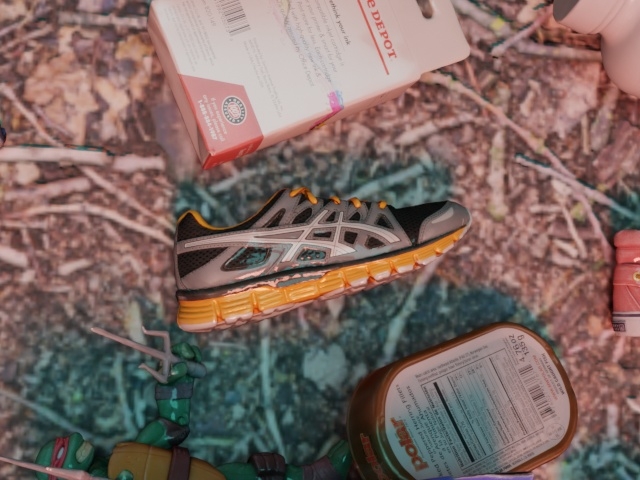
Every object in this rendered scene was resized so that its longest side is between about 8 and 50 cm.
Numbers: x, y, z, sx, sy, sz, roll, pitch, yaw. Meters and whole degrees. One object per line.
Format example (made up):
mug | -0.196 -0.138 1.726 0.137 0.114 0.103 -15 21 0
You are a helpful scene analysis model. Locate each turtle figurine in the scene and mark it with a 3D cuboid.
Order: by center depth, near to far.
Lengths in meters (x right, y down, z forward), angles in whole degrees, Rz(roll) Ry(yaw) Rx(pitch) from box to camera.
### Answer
turtle figurine | -0.093 0.146 0.797 0.234 0.175 0.118 16 124 -11

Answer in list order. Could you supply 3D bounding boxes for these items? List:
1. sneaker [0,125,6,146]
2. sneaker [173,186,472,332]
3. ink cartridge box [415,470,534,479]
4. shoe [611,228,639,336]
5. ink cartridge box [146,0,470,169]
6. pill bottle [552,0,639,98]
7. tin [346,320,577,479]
sneaker | -0.237 -0.062 0.825 0.058 0.052 0.135 0 84 -15
sneaker | 0.000 0.000 0.850 0.214 0.084 0.083 -14 81 -12
ink cartridge box | -0.022 0.234 0.743 0.311 0.065 0.186 -6 127 -15
shoe | 0.299 0.027 0.913 0.177 0.063 0.081 -1 89 -7
ink cartridge box | -0.009 -0.139 0.871 0.198 0.067 0.115 -21 88 -11
pill bottle | 0.306 -0.149 0.894 0.264 0.146 0.146 21 80 -8
tin | 0.099 0.116 0.836 0.189 0.040 0.106 -17 73 -40
